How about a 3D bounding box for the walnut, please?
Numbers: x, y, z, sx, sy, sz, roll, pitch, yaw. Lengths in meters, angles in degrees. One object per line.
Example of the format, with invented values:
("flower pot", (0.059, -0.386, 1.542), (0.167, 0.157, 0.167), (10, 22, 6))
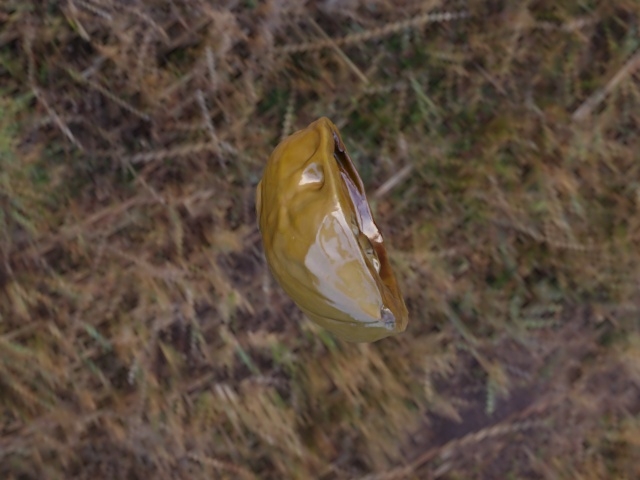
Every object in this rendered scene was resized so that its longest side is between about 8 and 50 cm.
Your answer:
("walnut", (0.000, 0.000, 0.735), (0.052, 0.121, 0.091), (-22, 138, 10))
